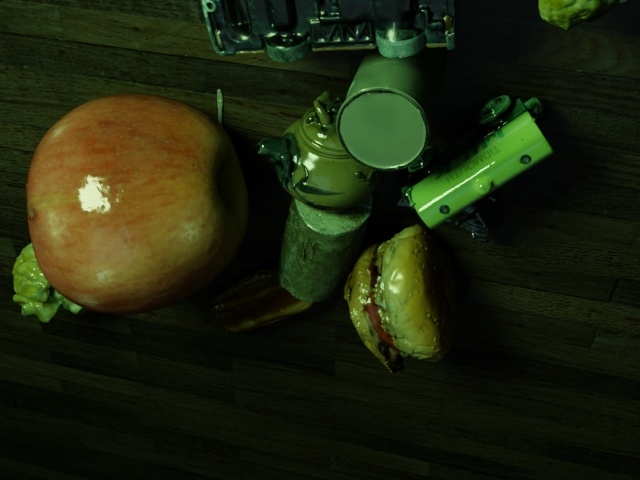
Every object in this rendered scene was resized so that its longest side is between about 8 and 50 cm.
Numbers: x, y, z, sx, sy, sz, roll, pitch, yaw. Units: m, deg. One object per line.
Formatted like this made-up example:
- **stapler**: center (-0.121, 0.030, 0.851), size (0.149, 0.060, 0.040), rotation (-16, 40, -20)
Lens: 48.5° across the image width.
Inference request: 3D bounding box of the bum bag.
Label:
- **bum bag**: center (0.218, -0.068, 1.210), size (0.198, 0.049, 0.087), rotation (22, 111, 3)

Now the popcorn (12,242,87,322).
- **popcorn**: center (-0.553, 0.077, 1.511), size (0.187, 0.167, 0.185), rotation (3, 112, -30)

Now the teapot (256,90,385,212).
- **teapot**: center (0.030, -0.149, 1.119), size (0.269, 0.173, 0.182), rotation (-10, 143, -15)

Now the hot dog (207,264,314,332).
- **hot dog**: center (-0.123, 0.118, 1.459), size (0.269, 0.072, 0.115), rotation (-19, 122, 32)

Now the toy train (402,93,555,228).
- **toy train**: center (0.234, -0.113, 1.070), size (0.253, 0.157, 0.105), rotation (-33, 115, 21)

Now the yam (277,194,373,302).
- **yam**: center (0.000, 0.000, 1.267), size (0.154, 0.154, 0.254), rotation (20, 131, 1)

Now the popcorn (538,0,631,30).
- **popcorn**: center (0.300, -0.352, 0.855), size (0.212, 0.198, 0.198), rotation (-3, 128, 29)

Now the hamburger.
- **hamburger**: center (0.153, 0.103, 1.257), size (0.163, 0.244, 0.244), rotation (-21, 120, 27)

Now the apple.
- **apple**: center (-0.291, -0.059, 1.182), size (0.364, 0.364, 0.364), rotation (9, 131, 11)

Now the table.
- **table**: center (0.106, -0.209, 1.009), size (0.126, 0.220, 0.126), rotation (9, 131, 11)

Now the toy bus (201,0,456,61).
- **toy bus**: center (0.018, -0.348, 0.941), size (0.323, 0.194, 0.162), rotation (2, 130, 13)

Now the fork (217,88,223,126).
- **fork**: center (-0.175, -0.212, 1.240), size (0.016, 0.012, 0.115), rotation (9, 126, 6)
